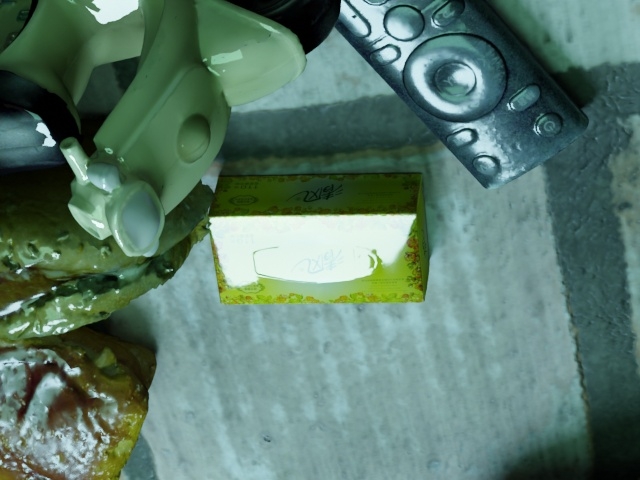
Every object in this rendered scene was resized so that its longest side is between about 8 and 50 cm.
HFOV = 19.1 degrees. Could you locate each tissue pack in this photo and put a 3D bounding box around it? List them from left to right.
[{"bbox_3d":[0.000,0.000,1.580,0.176,0.062,0.095,0,127,9],"label":"tissue pack"}]

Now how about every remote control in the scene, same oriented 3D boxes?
[{"bbox_3d":[0.052,-0.190,1.443,0.107,0.044,0.377,-29,117,31],"label":"remote control"}]

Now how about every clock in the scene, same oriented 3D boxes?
[{"bbox_3d":[-0.186,-0.108,1.381,0.379,0.276,0.120,0,144,23],"label":"clock"}]

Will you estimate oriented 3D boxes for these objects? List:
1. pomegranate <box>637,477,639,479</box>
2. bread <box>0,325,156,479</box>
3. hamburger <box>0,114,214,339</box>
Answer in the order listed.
[{"bbox_3d":[0.255,0.373,1.684,0.343,0.342,0.342,4,127,5],"label":"pomegranate"},{"bbox_3d":[-0.340,0.110,1.682,0.380,0.109,0.185,20,127,-5],"label":"bread"},{"bbox_3d":[-0.253,-0.003,1.505,0.309,0.211,0.132,-2,111,23],"label":"hamburger"}]
